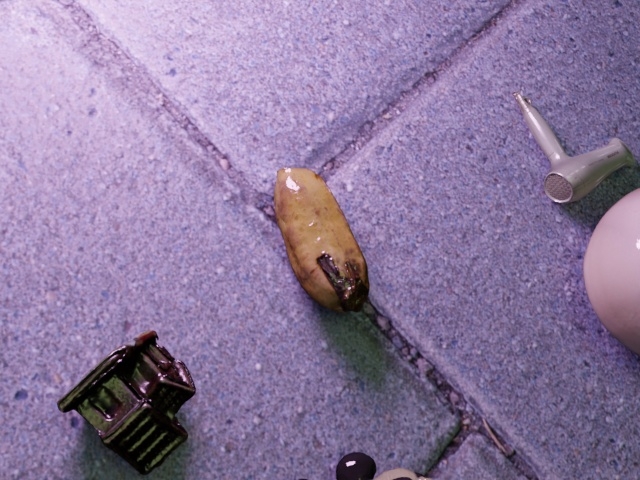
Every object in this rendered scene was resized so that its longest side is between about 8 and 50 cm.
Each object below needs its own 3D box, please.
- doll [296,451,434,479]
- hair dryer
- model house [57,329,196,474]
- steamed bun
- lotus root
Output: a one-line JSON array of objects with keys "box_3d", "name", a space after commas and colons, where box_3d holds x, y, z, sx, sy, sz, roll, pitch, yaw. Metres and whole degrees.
[{"box_3d": [0.057, 0.382, 1.121, 0.234, 0.143, 0.135, -24, 110, -24], "name": "doll"}, {"box_3d": [0.444, -0.194, 1.495, 0.206, 0.075, 0.237, -28, 74, -31], "name": "hair dryer"}, {"box_3d": [-0.238, 0.218, 1.091, 0.152, 0.106, 0.165, 45, 69, 3], "name": "model house"}, {"box_3d": [0.596, 0.059, 1.363, 0.324, 0.206, 0.324, 7, 67, -16], "name": "steamed bun"}, {"box_3d": [0.000, 0.000, 1.255, 0.110, 0.097, 0.258, -10, 67, -28], "name": "lotus root"}]
